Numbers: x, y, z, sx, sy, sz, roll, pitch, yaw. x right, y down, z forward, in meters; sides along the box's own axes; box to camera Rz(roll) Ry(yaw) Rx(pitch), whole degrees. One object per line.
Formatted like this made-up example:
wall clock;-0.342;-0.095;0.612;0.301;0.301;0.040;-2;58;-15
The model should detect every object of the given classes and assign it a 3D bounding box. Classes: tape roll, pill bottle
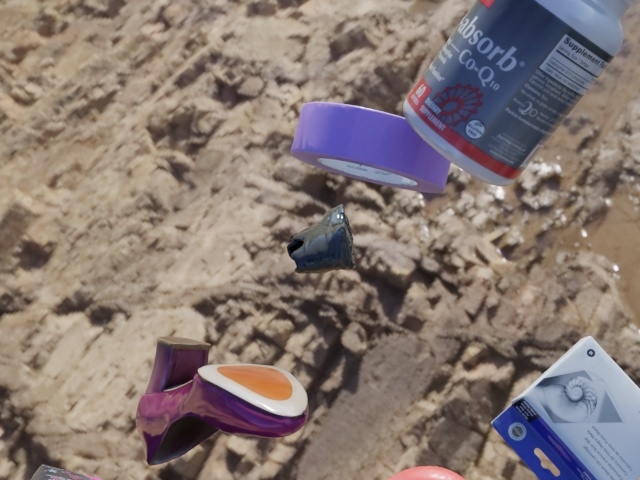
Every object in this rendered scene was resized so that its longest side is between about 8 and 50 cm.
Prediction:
tape roll;0.091;-0.158;1.560;0.275;0.275;0.090;11;87;47
pill bottle;0.301;-0.276;1.307;0.363;0.210;0.210;-54;30;21

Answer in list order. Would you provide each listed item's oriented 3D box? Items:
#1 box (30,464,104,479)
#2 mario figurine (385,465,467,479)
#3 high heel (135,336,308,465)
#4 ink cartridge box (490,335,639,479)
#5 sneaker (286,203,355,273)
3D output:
box;-0.342;0.465;1.372;0.142;0.247;0.163;-176;102;-84
mario figurine;0.084;0.325;0.737;0.198;0.320;0.170;-31;47;-14
high heel;-0.125;0.234;1.102;0.377;0.127;0.181;8;92;64
ink cartridge box;0.437;0.310;1.481;0.224;0.045;0.223;-41;80;-9
sneaker;0.000;0.000;1.789;0.130;0.109;0.286;-14;8;6
